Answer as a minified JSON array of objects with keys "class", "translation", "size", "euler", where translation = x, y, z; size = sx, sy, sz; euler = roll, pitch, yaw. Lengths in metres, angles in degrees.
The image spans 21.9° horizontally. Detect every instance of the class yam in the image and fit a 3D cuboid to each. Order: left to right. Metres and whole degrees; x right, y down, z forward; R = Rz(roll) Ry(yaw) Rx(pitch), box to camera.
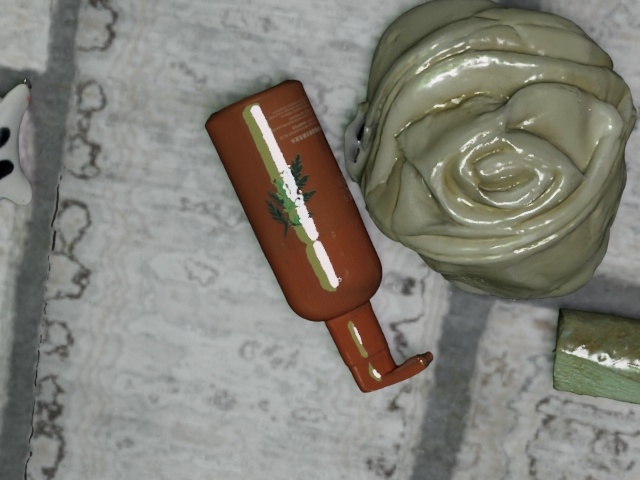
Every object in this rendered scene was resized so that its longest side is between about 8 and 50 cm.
[{"class":"yam","translation":[0.258,0.094,1.247],"size":[0.169,0.068,0.068],"euler":[8,98,5]}]

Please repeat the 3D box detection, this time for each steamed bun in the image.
[{"class":"steamed bun","translation":[0.121,-0.064,1.202],"size":[0.211,0.144,0.218],"euler":[14,98,4]}]

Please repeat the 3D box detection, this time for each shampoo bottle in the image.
[{"class":"shampoo bottle","translation":[-0.002,0.001,1.255],"size":[0.085,0.085,0.244],"euler":[-26,94,8]}]

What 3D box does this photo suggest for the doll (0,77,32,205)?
[{"class":"doll","translation":[-0.318,-0.069,1.265],"size":[0.180,0.107,0.110],"euler":[1,109,6]}]
